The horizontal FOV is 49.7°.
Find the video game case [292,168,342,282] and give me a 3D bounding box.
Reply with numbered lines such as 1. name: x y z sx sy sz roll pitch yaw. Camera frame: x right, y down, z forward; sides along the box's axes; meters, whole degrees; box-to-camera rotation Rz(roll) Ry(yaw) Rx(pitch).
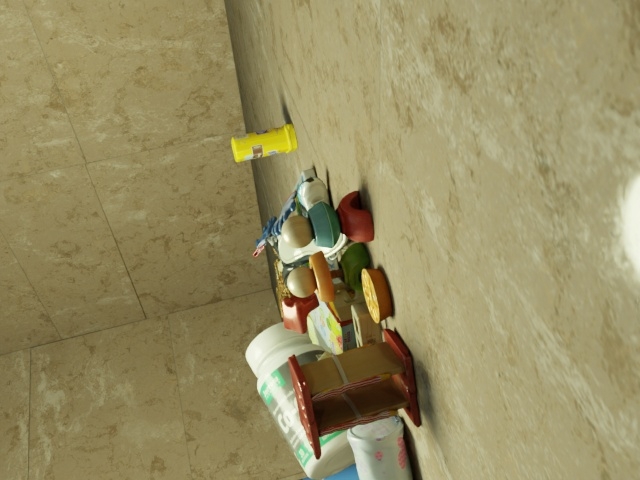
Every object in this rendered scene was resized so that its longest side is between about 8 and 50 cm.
1. video game case: -0.014 -0.015 1.835 0.329 0.036 0.300 144 112 -82

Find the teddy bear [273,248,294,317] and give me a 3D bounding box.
1. teddy bear: -0.096 0.123 2.364 0.245 0.113 0.338 -109 12 -57

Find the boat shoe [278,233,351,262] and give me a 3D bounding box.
1. boat shoe: 0.000 0.000 1.501 0.254 0.079 0.095 -27 76 55

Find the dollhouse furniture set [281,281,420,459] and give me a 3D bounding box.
1. dollhouse furniture set: 0.030 0.217 1.327 0.374 0.201 0.152 -123 21 -65

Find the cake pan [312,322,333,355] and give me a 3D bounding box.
1. cake pan: 0.032 0.286 1.937 0.293 0.054 0.293 167 90 -82

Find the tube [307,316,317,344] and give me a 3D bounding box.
1. tube: 0.002 0.329 2.191 0.240 0.070 0.062 84 176 -47

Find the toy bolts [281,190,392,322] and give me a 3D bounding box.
1. toy bolts: 0.019 0.044 1.263 0.218 0.158 0.228 -116 15 -57

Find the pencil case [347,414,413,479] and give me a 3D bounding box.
1. pencil case: 0.132 0.484 1.376 0.124 0.113 0.273 -110 7 -84

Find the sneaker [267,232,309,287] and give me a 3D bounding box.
1. sneaker: -0.078 0.048 1.877 0.268 0.101 0.153 -175 74 -79

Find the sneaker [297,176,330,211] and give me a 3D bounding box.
1. sneaker: 0.004 -0.058 1.576 0.083 0.071 0.191 -124 14 -49

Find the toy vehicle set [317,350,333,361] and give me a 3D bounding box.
1. toy vehicle set: 0.059 0.316 1.519 0.166 0.035 0.267 34 165 5

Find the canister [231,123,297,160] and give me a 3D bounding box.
1. canister: -0.158 -0.269 1.926 0.126 0.170 0.073 -173 70 -82

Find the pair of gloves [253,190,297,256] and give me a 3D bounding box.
1. pair of gloves: -0.118 -0.039 1.820 0.198 0.023 0.159 -48 14 31

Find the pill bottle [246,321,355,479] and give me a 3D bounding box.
1. pill bottle: -0.032 0.392 1.738 0.361 0.204 0.204 53 160 32

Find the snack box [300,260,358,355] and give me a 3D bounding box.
1. snack box: 0.030 0.168 1.596 0.174 0.070 0.207 85 158 -46

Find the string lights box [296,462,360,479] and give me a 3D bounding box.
1. string lights box: 0.036 0.680 1.819 0.077 0.259 0.133 -122 21 -66
